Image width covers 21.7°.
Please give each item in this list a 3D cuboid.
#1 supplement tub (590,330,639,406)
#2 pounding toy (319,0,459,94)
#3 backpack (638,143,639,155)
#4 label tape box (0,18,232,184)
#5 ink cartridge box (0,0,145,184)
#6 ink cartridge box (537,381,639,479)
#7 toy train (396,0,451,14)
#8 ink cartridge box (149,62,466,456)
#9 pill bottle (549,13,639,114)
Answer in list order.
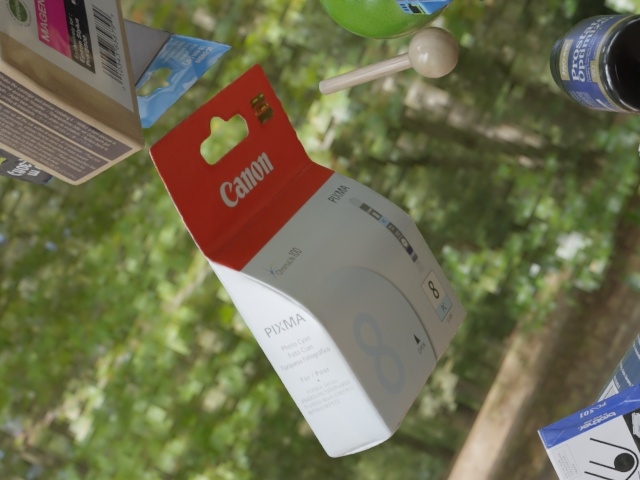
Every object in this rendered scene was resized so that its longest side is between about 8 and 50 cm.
[{"bbox_3d":[0.384,0.129,1.563,0.272,0.191,0.191,-60,-5,18],"label":"supplement tub"},{"bbox_3d":[0.052,-0.283,1.733,0.110,0.183,0.237,16,-109,-60],"label":"pounding toy"},{"bbox_3d":[0.349,-0.101,1.314,0.166,0.188,0.144,-121,32,-84],"label":"backpack"},{"bbox_3d":[-0.292,-0.151,1.706,0.240,0.334,0.106,-33,48,57],"label":"label tape box"},{"bbox_3d":[-0.253,-0.190,1.418,0.193,0.088,0.234,31,-140,-53],"label":"ink cartridge box"},{"bbox_3d":[0.266,0.229,1.373,0.097,0.207,0.046,-26,15,4],"label":"ink cartridge box"},{"bbox_3d":[0.097,-0.255,1.477,0.080,0.105,0.184,-45,17,-8],"label":"toy train"},{"bbox_3d":[0.000,0.000,1.828,0.091,0.385,0.308,-24,12,29],"label":"ink cartridge box"},{"bbox_3d":[0.368,-0.221,2.085,0.123,0.123,0.219,-65,15,0],"label":"pill bottle"}]
